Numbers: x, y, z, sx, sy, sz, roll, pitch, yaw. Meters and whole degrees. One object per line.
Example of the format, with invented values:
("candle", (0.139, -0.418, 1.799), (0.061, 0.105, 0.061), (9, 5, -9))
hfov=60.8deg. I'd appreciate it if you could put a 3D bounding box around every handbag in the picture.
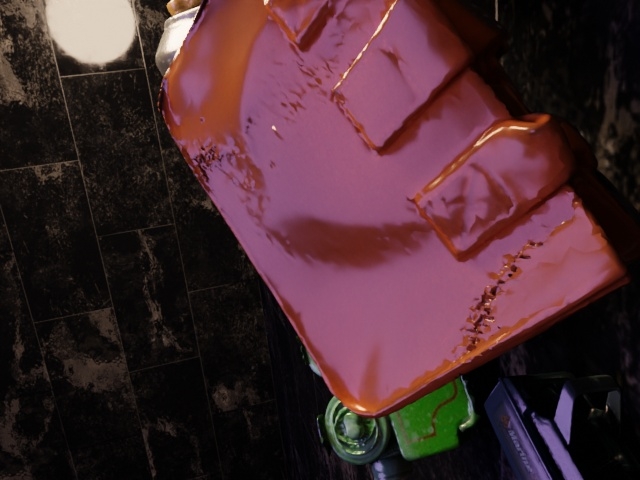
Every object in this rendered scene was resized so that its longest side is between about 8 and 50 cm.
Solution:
("handbag", (0.030, -0.081, 0.477), (0.410, 0.116, 0.303), (57, 132, 14))

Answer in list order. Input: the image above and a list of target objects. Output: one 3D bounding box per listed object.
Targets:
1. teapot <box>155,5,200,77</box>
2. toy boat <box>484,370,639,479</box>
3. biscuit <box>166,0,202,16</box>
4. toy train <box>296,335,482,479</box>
("teapot", (-0.089, -0.243, 0.986), (0.376, 0.305, 0.362), (5, 117, 46))
("toy boat", (0.215, 0.201, 0.405), (0.103, 0.092, 0.246), (-58, 39, 38))
("biscuit", (-0.147, -0.489, 0.978), (0.044, 0.295, 0.186), (53, 179, -22))
("toy train", (0.088, 0.159, 0.668), (0.132, 0.188, 0.243), (31, -140, -63))
